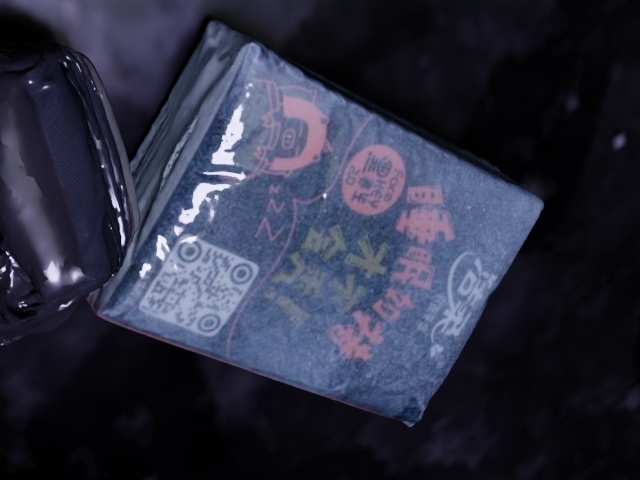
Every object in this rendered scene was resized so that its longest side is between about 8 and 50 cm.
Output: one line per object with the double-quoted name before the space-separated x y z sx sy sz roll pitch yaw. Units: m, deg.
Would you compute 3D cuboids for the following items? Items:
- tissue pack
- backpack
"tissue pack" 0.000 0.000 0.975 0.315 0.103 0.228 24 102 -35
"backpack" -0.253 -0.019 0.797 0.258 0.133 0.206 -15 103 0
